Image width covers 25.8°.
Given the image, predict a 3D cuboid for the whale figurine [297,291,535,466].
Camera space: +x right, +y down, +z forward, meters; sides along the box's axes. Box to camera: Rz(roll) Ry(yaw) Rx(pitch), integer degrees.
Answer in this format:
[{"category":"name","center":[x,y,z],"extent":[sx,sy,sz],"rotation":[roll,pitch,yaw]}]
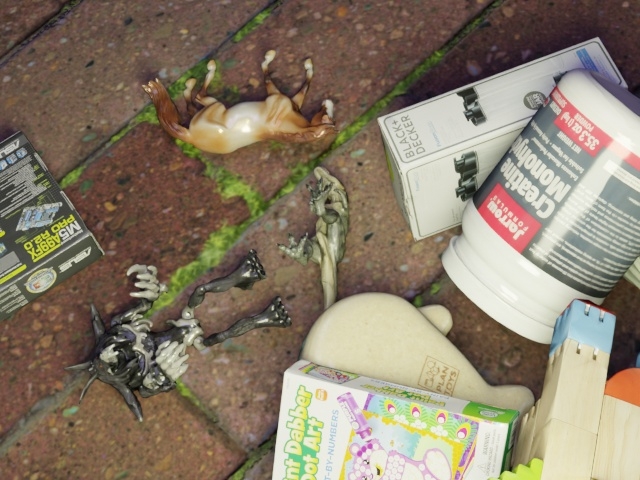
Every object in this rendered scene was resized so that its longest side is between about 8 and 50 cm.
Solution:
[{"category":"whale figurine","center":[0.102,0.175,1.600],"extent":[0.272,0.141,0.216],"rotation":[22,60,-4]}]

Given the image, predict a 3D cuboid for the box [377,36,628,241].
[{"category":"box","center":[0.226,-0.122,1.716],"extent":[0.290,0.169,0.087],"rotation":[-21,57,-1]}]

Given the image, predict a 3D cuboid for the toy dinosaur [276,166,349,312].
[{"category":"toy dinosaur","center":[0.000,0.000,1.717],"extent":[0.064,0.118,0.268],"rotation":[-6,56,20]}]

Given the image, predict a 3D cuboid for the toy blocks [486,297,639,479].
[{"category":"toy blocks","center":[0.349,0.218,1.398],"extent":[0.381,0.191,0.261],"rotation":[22,54,-4]}]

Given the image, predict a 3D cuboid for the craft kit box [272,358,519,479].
[{"category":"craft kit box","center":[0.069,0.273,1.483],"extent":[0.247,0.061,0.250],"rotation":[12,105,21]}]

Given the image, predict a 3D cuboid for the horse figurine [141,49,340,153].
[{"category":"horse figurine","center":[-0.106,-0.177,1.882],"extent":[0.263,0.066,0.174],"rotation":[-7,52,5]}]

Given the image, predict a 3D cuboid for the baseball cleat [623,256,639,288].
[{"category":"baseball cleat","center":[0.409,0.025,1.657],"extent":[0.109,0.072,0.206],"rotation":[-20,57,-20]}]

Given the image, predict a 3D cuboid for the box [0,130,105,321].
[{"category":"box","center":[-0.453,0.006,1.844],"extent":[0.270,0.060,0.216],"rotation":[-34,59,-9]}]

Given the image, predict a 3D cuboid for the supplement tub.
[{"category":"supplement tub","center":[0.282,-0.038,1.580],"extent":[0.191,0.191,0.272],"rotation":[46,111,31]}]

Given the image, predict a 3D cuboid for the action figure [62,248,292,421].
[{"category":"action figure","center":[-0.184,0.105,1.680],"extent":[0.276,0.141,0.164],"rotation":[-25,69,-6]}]
